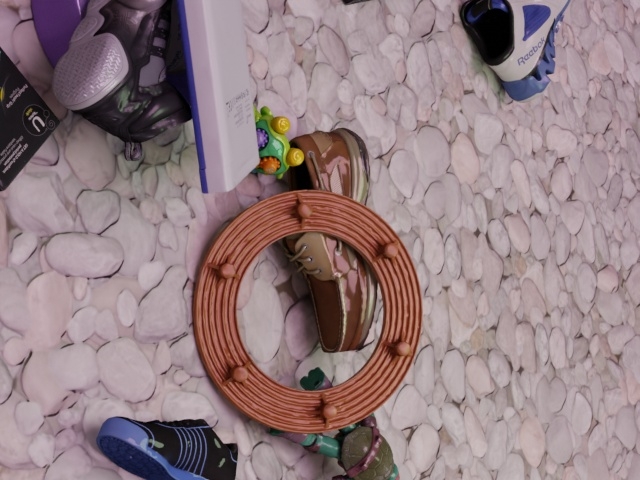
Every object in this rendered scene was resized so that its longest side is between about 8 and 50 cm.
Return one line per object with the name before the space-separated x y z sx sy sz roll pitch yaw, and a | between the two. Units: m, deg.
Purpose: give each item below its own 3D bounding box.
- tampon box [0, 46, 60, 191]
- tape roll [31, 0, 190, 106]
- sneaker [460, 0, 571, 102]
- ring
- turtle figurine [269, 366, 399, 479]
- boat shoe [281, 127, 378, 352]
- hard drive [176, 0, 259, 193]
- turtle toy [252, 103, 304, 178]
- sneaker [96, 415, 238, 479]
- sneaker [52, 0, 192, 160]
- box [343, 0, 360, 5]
tampon box | -0.395 -0.144 1.405 0.161 0.101 0.120 55 48 -29
tape roll | -0.231 -0.296 1.629 0.275 0.090 0.275 12 74 -47
sneaker | 0.351 -0.426 2.287 0.182 0.127 0.315 29 64 -45
ring | -0.009 0.097 1.746 0.336 0.032 0.336 2 85 -22
turtle figurine | 0.042 0.298 1.827 0.234 0.118 0.175 47 51 -26
boat shoe | 0.000 0.000 1.834 0.120 0.122 0.324 -1 85 -31
hard drive | -0.127 -0.234 1.558 0.210 0.040 0.319 -61 145 -75
turtle toy | -0.085 -0.143 1.779 0.066 0.095 0.130 -31 107 -25
sneaker | -0.187 0.256 1.598 0.232 0.081 0.090 43 50 -44
sneaker | -0.208 -0.220 1.507 0.153 0.101 0.268 53 46 -39
box | 0.090 -0.529 2.059 0.216 0.060 0.270 -23 100 -48
